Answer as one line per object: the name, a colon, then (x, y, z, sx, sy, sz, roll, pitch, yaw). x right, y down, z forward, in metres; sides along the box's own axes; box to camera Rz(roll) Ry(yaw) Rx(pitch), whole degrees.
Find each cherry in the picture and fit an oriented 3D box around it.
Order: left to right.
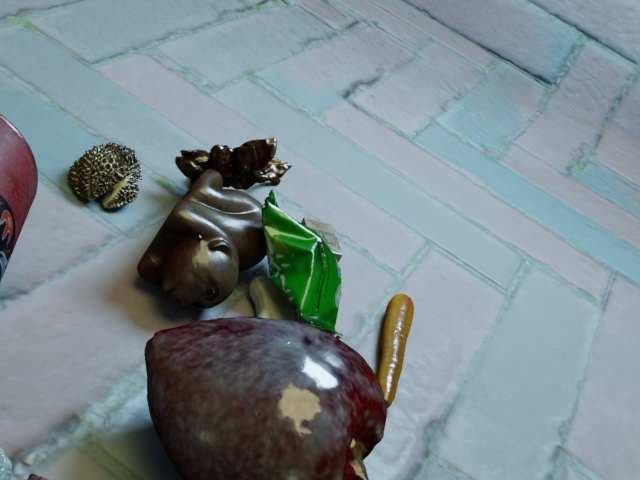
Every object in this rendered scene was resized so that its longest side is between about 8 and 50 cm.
cherry: (-0.061, 0.184, 0.992, 0.300, 0.203, 0.230, 27, 37, 14)

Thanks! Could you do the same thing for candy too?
candy: (-0.020, 0.035, 1.289, 0.141, 0.078, 0.203, 14, 51, -57)

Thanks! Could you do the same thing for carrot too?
carrot: (0.103, 0.153, 1.320, 0.043, 0.043, 0.248, 25, 32, -4)

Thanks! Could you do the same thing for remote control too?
remote control: (-0.061, 0.099, 1.280, 0.074, 0.032, 0.122, 17, 32, -21)

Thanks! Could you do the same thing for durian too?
durian: (-0.303, -0.107, 1.364, 0.110, 0.071, 0.140, 30, 26, 3)

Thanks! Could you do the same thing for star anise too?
star anise: (-0.113, -0.115, 1.452, 0.234, 0.177, 0.073, -4, 83, -38)

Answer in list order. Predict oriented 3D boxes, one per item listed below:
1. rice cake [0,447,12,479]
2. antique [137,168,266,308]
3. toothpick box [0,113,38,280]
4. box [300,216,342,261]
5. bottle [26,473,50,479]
rice cake: (-0.342, 0.254, 0.801, 0.063, 0.069, 0.206, 29, 30, 2)
antique: (-0.150, 0.005, 1.275, 0.143, 0.121, 0.257, 36, 24, -4)
toothpick box: (-0.430, 0.008, 0.967, 0.204, 0.204, 0.333, 18, 31, -15)
box: (0.000, 0.000, 1.481, 0.053, 0.024, 0.083, 12, 33, -24)
bottle: (-0.209, 0.277, 0.879, 0.164, 0.060, 0.060, 23, 31, -8)
